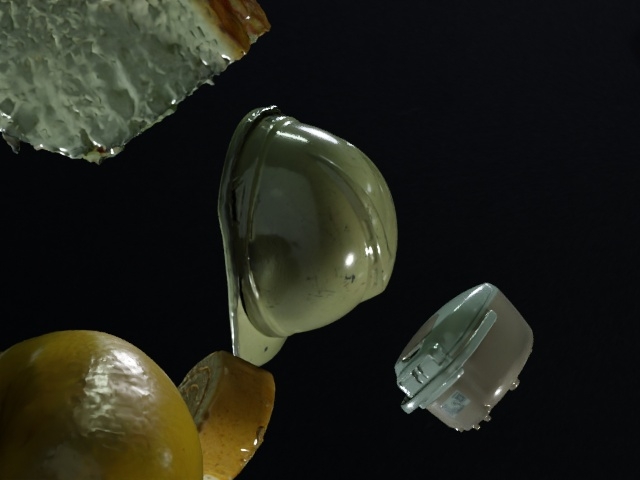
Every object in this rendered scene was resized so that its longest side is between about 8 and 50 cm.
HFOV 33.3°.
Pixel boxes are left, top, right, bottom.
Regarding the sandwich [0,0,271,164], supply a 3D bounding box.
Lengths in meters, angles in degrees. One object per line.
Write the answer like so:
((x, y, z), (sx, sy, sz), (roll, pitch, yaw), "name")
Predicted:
((-0.247, -0.225, 1.109), (0.325, 0.131, 0.262), (-33, -79, 19), "sandwich")

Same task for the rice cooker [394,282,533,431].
((0.174, 0.137, 1.276), (0.127, 0.206, 0.145), (40, -54, -1), "rice cooker")

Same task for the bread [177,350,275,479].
((-0.098, 0.168, 0.953), (0.073, 0.122, 0.149), (30, -45, -18), "bread")

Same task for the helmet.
((0.003, 0.004, 1.018), (0.137, 0.204, 0.257), (6, -66, 21), "helmet")

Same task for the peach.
((-0.195, 0.163, 0.692), (0.251, 0.251, 0.153), (-6, -45, 19), "peach")
